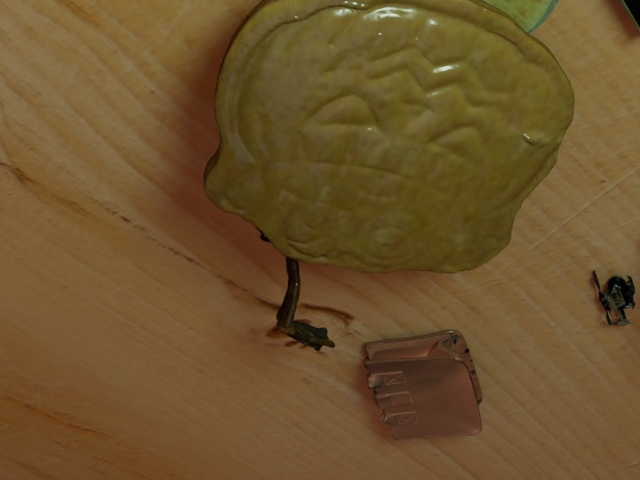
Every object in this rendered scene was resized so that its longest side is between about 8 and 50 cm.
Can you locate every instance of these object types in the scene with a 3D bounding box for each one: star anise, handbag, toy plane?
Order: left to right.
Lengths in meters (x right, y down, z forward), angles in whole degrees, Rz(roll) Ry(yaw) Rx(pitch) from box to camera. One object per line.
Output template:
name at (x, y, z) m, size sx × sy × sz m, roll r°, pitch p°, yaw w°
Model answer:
star anise at (0.001, -0.004, 1.603) m, size 0.238 × 0.148 × 0.346 m, roll 6°, pitch 127°, yaw 1°
handbag at (0.154, 0.218, 1.947) m, size 0.157 × 0.059 × 0.212 m, roll -8°, pitch 139°, yaw 12°
toy plane at (0.403, 0.082, 1.775) m, size 0.049 × 0.031 × 0.120 m, roll -7°, pitch 139°, yaw 22°

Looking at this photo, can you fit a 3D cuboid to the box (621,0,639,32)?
box at (0.352, -0.255, 1.344) m, size 0.079 × 0.035 × 0.083 m, roll -20°, pitch 135°, yaw 27°

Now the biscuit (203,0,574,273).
biscuit at (0.069, -0.110, 1.396) m, size 0.385 × 0.062 × 0.365 m, roll 11°, pitch 127°, yaw -15°

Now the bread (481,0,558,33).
bread at (0.118, -0.277, 1.332) m, size 0.267 × 0.040 × 0.267 m, roll 2°, pitch 142°, yaw 1°
